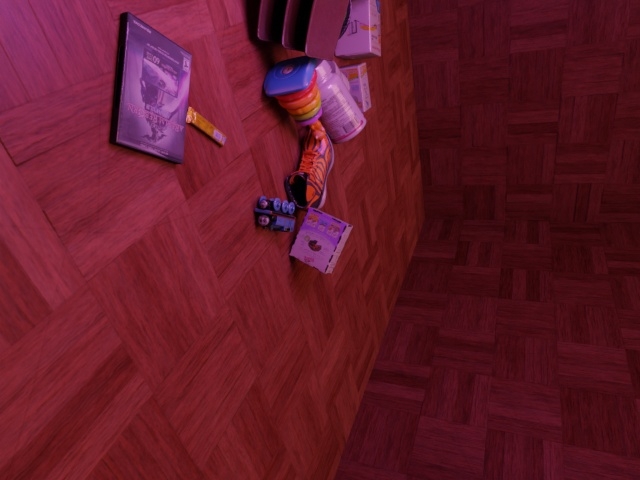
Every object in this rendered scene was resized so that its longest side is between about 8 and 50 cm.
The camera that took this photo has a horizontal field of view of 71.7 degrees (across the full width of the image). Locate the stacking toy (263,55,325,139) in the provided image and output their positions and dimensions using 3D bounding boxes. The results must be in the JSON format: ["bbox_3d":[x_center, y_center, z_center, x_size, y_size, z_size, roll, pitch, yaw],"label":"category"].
[{"bbox_3d":[-0.052,-0.459,1.510,0.302,0.166,0.175,56,38,-49],"label":"stacking toy"}]

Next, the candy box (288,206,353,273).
[{"bbox_3d":[0.000,0.000,1.617,0.196,0.165,0.070,-66,158,7],"label":"candy box"}]

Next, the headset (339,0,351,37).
[{"bbox_3d":[-0.051,-0.820,1.409,0.185,0.243,0.394,-85,150,-76],"label":"headset"}]

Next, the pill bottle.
[{"bbox_3d":[0.036,-0.516,1.647,0.283,0.160,0.160,52,42,-28],"label":"pill bottle"}]

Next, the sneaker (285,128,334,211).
[{"bbox_3d":[-0.040,-0.265,1.619,0.180,0.125,0.321,-5,97,-67],"label":"sneaker"}]

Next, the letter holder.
[{"bbox_3d":[-0.043,-0.706,1.277,0.214,0.152,0.302,-12,130,-44],"label":"letter holder"}]

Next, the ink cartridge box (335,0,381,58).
[{"bbox_3d":[0.166,-0.934,1.960,0.171,0.168,0.232,-33,123,-62],"label":"ink cartridge box"}]

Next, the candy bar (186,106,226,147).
[{"bbox_3d":[-0.298,-0.294,1.167,0.161,0.018,0.040,33,66,-63],"label":"candy bar"}]

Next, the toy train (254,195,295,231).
[{"bbox_3d":[-0.146,-0.084,1.460,0.184,0.080,0.105,8,91,-66],"label":"toy train"}]

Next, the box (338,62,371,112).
[{"bbox_3d":[0.153,-0.694,2.020,0.103,0.114,0.203,-50,136,-52],"label":"box"}]

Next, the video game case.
[{"bbox_3d":[-0.372,-0.327,0.991,0.196,0.026,0.274,10,83,-66],"label":"video game case"}]

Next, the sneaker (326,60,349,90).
[{"bbox_3d":[0.070,-0.582,1.857,0.169,0.108,0.292,10,82,-63],"label":"sneaker"}]
